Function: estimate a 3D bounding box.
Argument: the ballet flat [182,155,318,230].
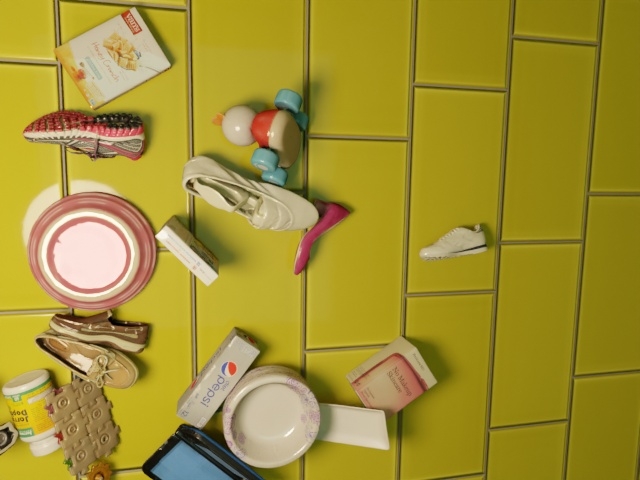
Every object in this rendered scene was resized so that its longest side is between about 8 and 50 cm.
[{"bbox_3d":[-0.202,-0.103,1.449,0.400,0.139,0.139,24,91,-8],"label":"ballet flat"}]

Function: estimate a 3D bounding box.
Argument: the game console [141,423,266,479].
[{"bbox_3d":[-0.339,0.696,1.530,0.293,0.250,0.173,44,61,-15],"label":"game console"}]

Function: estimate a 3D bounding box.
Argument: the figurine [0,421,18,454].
[{"bbox_3d":[-0.931,0.472,1.367,0.209,0.092,0.215,-18,103,30],"label":"figurine"}]

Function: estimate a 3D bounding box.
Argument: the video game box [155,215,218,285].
[{"bbox_3d":[-0.355,0.023,1.416,0.048,0.205,0.187,-46,104,0],"label":"video game box"}]

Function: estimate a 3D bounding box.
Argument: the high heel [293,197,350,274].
[{"bbox_3d":[0.000,0.000,1.564,0.117,0.082,0.244,20,79,-5],"label":"high heel"}]

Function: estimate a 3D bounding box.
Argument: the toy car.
[{"bbox_3d":[-0.184,-0.302,1.452,0.238,0.210,0.219,17,79,13],"label":"toy car"}]

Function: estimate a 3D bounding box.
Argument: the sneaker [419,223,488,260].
[{"bbox_3d":[0.421,0.010,1.676,0.235,0.090,0.094,-10,87,-16],"label":"sneaker"}]

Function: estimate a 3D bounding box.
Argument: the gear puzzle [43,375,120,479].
[{"bbox_3d":[-0.653,0.545,1.456,0.044,0.175,0.338,-8,101,30],"label":"gear puzzle"}]

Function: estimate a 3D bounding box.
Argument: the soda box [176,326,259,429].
[{"bbox_3d":[-0.301,0.402,1.534,0.091,0.098,0.286,37,87,-14],"label":"soda box"}]

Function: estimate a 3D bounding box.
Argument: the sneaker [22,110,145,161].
[{"bbox_3d":[-0.616,-0.264,1.364,0.299,0.121,0.112,3,127,-7],"label":"sneaker"}]

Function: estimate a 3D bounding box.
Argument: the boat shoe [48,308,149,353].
[{"bbox_3d":[-0.604,0.232,1.445,0.257,0.095,0.095,22,90,-27],"label":"boat shoe"}]

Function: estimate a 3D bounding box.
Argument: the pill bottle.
[{"bbox_3d":[-0.770,0.470,1.418,0.118,0.117,0.208,-15,101,-11],"label":"pill bottle"}]

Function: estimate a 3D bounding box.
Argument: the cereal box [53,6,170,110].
[{"bbox_3d":[-0.546,-0.480,1.381,0.240,0.047,0.173,-33,104,-8],"label":"cereal box"}]

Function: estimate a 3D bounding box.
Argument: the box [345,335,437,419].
[{"bbox_3d":[0.222,0.440,1.653,0.232,0.127,0.148,-34,103,-7],"label":"box"}]

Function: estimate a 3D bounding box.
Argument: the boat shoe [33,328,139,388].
[{"bbox_3d":[-0.636,0.328,1.414,0.285,0.089,0.104,24,87,0],"label":"boat shoe"}]

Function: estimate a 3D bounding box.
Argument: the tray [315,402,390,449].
[{"bbox_3d":[0.080,0.564,1.612,0.270,0.030,0.145,-1,109,25],"label":"tray"}]

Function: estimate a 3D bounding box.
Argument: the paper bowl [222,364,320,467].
[{"bbox_3d":[-0.151,0.514,1.560,0.284,0.148,0.284,-2,98,-14],"label":"paper bowl"}]

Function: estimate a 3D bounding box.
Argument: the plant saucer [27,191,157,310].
[{"bbox_3d":[-0.618,0.035,1.415,0.332,0.084,0.332,-2,98,-14],"label":"plant saucer"}]
